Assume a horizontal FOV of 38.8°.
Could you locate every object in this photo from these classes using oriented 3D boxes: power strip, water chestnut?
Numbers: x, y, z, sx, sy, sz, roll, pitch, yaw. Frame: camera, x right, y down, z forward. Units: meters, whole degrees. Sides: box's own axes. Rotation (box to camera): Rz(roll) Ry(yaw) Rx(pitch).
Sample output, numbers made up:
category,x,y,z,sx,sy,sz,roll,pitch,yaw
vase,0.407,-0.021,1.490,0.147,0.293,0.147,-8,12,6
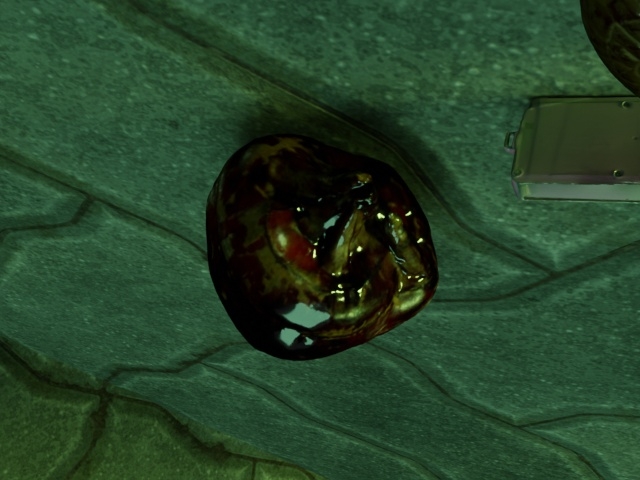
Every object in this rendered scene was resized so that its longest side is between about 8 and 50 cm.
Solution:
category,x,y,z,sx,sy,sz,roll,pitch,yaw
power strip,0.317,-0.088,0.867,0.278,0.109,0.037,3,149,24
water chestnut,0.000,0.000,1.075,0.244,0.289,0.289,-41,126,20

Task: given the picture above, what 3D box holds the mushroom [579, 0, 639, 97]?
category,x,y,z,sx,sy,sz,roll,pitch,yaw
mushroom,0.312,-0.175,0.665,0.253,0.153,0.253,22,159,9
